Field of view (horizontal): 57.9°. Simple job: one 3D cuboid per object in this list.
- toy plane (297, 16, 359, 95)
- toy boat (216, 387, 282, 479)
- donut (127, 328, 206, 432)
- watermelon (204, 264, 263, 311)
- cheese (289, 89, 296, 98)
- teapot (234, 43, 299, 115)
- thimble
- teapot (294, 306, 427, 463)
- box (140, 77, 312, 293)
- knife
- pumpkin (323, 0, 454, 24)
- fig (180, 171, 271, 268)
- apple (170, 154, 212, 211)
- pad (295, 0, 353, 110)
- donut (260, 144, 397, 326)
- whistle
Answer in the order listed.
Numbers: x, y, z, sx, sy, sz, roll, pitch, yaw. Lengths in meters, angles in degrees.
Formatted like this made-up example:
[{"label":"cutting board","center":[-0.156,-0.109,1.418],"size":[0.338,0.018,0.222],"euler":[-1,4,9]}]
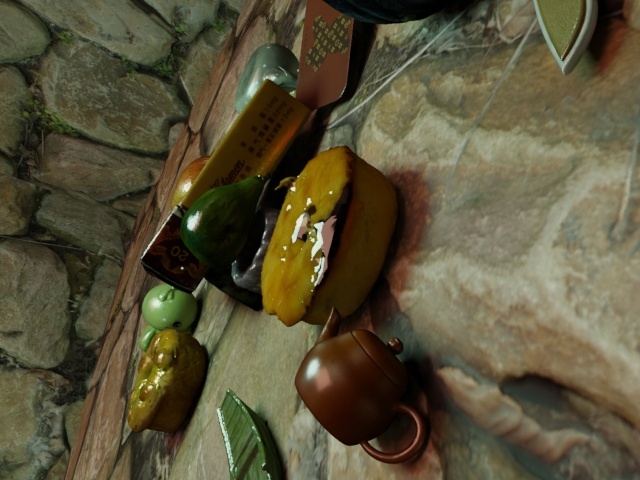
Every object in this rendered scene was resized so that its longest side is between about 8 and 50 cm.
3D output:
[{"label":"toy plane","center":[0.038,-0.383,1.115],"size":[0.226,0.058,0.226],"euler":[-37,37,46]},{"label":"toy boat","center":[-0.094,0.310,0.782],"size":[0.093,0.055,0.293],"euler":[-62,24,15]},{"label":"donut","center":[-0.333,0.301,1.245],"size":[0.226,0.114,0.226],"euler":[-48,30,40]},{"label":"watermelon","center":[-0.136,0.073,1.100],"size":[0.135,0.125,0.094],"euler":[-50,-25,-36]},{"label":"cheese","center":[-0.046,-0.287,1.221],"size":[0.084,0.060,0.041],"euler":[-24,47,50]},{"label":"teapot","center":[-0.116,-0.357,1.351],"size":[0.294,0.129,0.193],"euler":[8,77,69]},{"label":"thimble","center":[-0.077,0.020,0.953],"size":[0.150,0.098,0.150],"euler":[-47,32,41]},{"label":"teapot","center":[0.044,0.141,0.582],"size":[0.173,0.116,0.116],"euler":[49,118,35]},{"label":"box","center":[-0.196,-0.094,1.146],"size":[0.415,0.116,0.264],"euler":[-57,13,-11]},{"label":"knife","center":[0.247,-0.291,0.604],"size":[0.061,0.027,0.343],"euler":[-39,33,46]},{"label":"pumpkin","center":[0.112,-0.473,0.758],"size":[0.363,0.266,0.363],"euler":[-47,31,41]},{"label":"fig","center":[-0.149,-0.045,0.922],"size":[0.177,0.117,0.117],"euler":[-56,24,5]},{"label":"apple","center":[-0.257,-0.104,1.369],"size":[0.195,0.173,0.160],"euler":[-70,20,4]},{"label":"pad","center":[0.009,-0.380,1.101],"size":[0.181,0.004,0.267],"euler":[-3,79,56]},{"label":"donut","center":[0.001,-0.002,0.778],"size":[0.253,0.118,0.253],"euler":[-47,29,36]},{"label":"whistle","center":[-0.377,0.230,1.437],"size":[0.141,0.141,0.294],"euler":[-127,43,-64]}]
